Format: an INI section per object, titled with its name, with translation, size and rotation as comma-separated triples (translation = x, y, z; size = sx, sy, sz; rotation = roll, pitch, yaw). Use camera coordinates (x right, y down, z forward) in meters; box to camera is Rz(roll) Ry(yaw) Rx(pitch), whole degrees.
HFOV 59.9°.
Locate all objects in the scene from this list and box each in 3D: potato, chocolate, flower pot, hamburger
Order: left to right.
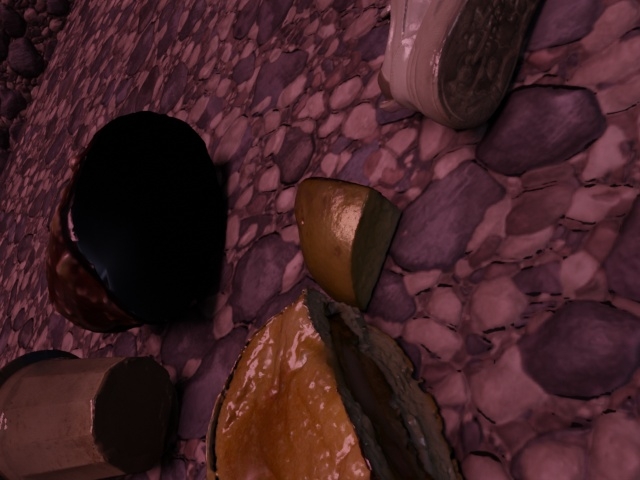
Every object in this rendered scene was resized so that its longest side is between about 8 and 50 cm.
[flower pot]
translation = -0.306, 0.243, 0.746
size = 0.202, 0.212, 0.213
rotation = -12, 60, 27
[chocolate]
translation = -0.292, -0.011, 0.837
size = 0.210, 0.225, 0.341
rotation = -32, 45, 42
[hamburger]
translation = -0.004, 0.205, 0.467
size = 0.211, 0.132, 0.309
rotation = -46, 42, 20
[potato]
translation = 0.000, 0.000, 0.617
size = 0.149, 0.081, 0.120
rotation = 9, 74, 49

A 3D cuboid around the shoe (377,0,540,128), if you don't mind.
[shoe]
translation = 0.138, -0.264, 0.589
size = 0.159, 0.124, 0.317
rotation = 7, 75, 56
